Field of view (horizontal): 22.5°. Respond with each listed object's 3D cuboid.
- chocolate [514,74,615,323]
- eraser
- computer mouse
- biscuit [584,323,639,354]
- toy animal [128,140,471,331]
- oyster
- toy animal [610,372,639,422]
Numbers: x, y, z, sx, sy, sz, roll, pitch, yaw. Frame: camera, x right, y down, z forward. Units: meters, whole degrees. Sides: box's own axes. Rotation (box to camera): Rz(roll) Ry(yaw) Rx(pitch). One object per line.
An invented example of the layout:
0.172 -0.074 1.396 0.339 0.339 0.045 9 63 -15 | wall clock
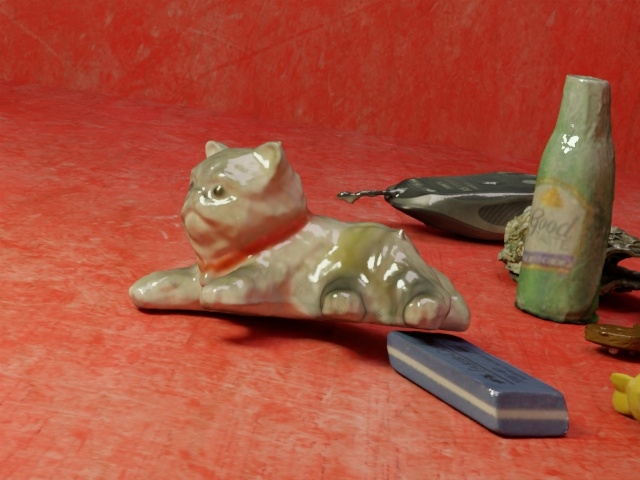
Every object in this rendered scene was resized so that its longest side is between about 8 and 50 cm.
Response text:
0.301 -0.051 1.923 0.110 0.291 0.110 6 12 -1 | chocolate
0.144 0.132 1.508 0.082 0.036 0.225 5 10 -27 | eraser
0.205 -0.047 2.407 0.379 0.090 0.167 0 13 -14 | computer mouse
0.391 0.118 1.793 0.205 0.031 0.138 8 6 -11 | biscuit
0.000 0.000 1.641 0.266 0.188 0.308 15 -11 -36 | toy animal
0.332 0.010 2.122 0.267 0.112 0.198 13 11 41 | oyster
0.315 0.143 1.486 0.070 0.083 0.159 14 0 -13 | toy animal
